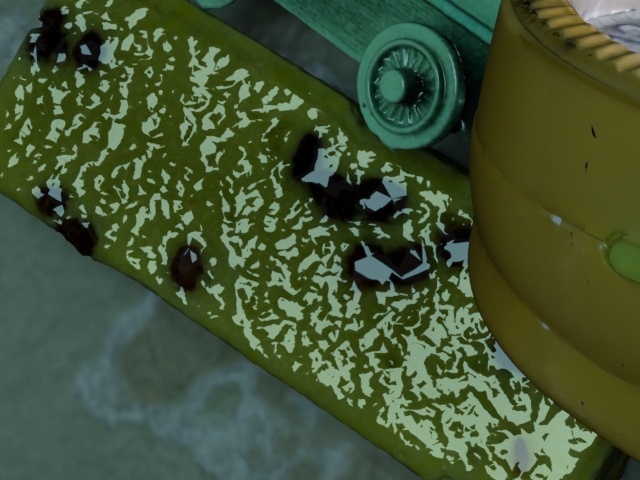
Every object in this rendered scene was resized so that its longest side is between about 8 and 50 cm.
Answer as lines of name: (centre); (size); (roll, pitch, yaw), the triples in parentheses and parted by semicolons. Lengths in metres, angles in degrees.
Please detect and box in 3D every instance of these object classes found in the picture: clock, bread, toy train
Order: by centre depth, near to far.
clock: (0.199, 0.006, 0.587); (0.317, 0.244, 0.200); (25, 116, 22)
toy train: (0.035, -0.142, 0.772); (0.248, 0.101, 0.159); (41, 120, 30)
bread: (0.000, 0.000, 0.811); (0.361, 0.077, 0.138); (32, 94, 17)
